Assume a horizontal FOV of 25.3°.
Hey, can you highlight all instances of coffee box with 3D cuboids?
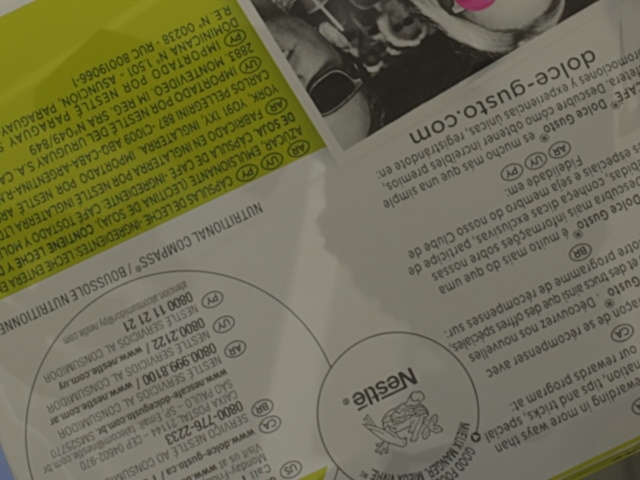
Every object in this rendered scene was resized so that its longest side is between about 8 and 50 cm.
[{"bbox_3d":[0.000,0.000,0.762,0.338,0.337,0.334,-25,-99,-2],"label":"coffee box"}]
